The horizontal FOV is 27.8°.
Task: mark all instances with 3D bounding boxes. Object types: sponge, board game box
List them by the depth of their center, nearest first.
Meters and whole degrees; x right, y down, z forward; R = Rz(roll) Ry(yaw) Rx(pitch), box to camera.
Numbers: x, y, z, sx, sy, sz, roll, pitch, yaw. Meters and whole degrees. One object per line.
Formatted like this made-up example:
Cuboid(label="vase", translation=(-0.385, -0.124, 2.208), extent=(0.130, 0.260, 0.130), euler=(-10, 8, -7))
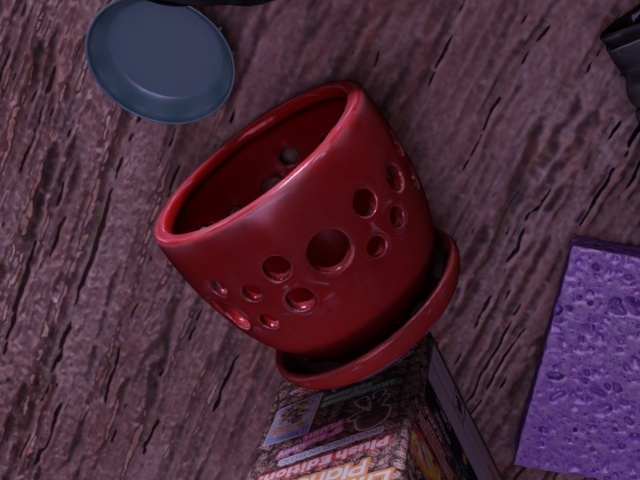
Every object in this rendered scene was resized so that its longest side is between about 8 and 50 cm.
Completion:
Cuboid(label="board game box", translation=(0.056, 0.244, 1.007), extent=(0.141, 0.291, 0.232), euler=(-22, 107, 17))
Cuboid(label="sponge", translation=(0.238, 0.104, 1.062), extent=(0.117, 0.031, 0.210), euler=(12, 114, 4))

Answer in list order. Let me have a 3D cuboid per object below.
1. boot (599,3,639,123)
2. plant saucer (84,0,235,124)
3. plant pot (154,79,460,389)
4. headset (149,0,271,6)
Cuboid(label="boot", translation=(0.385, -0.103, 0.912), extent=(0.338, 0.118, 0.222), euler=(-13, 105, 9))
Cuboid(label="plant saucer", translation=(-0.122, -0.144, 1.006), extent=(0.119, 0.021, 0.119), euler=(7, 133, 7))
Cuboid(label="plant pot", translation=(0.000, 0.000, 0.976), extent=(0.191, 0.191, 0.174), euler=(-32, 113, 19))
Cuboid(label="headset", translation=(-0.134, -0.263, 0.881), extent=(0.394, 0.185, 0.243), euler=(-9, 111, 24))
